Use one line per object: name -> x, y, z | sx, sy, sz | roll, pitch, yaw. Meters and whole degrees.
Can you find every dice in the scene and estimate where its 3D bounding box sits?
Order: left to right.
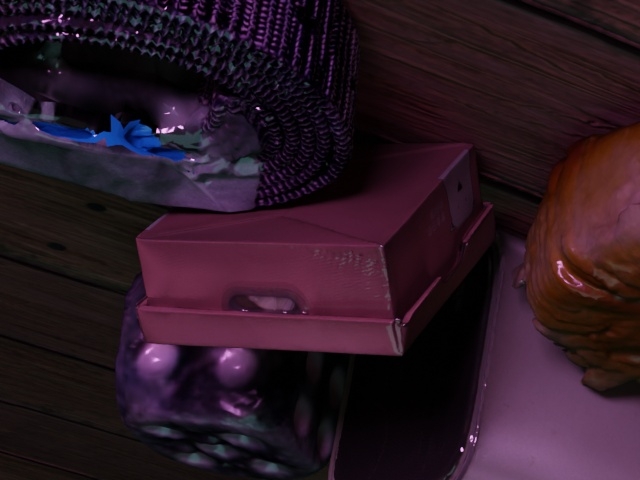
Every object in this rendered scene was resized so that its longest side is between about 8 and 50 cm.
dice -> -0.074, 0.111, 1.693 | 0.183, 0.182, 0.181 | 4, 158, 21

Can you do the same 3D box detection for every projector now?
projector -> 0.179, 0.154, 1.594 | 0.249, 0.248, 0.248 | 21, 156, -22

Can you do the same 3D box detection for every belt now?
belt -> -0.128, -0.125, 1.250 | 0.325, 0.122, 0.260 | 16, 150, -19

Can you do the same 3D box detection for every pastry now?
pastry -> 0.308, 0.017, 1.358 | 0.329, 0.136, 0.330 | 9, 155, 4

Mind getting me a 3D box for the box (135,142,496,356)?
box -> 0.000, 0.000, 1.373 | 0.215, 0.215, 0.086 | 2, 115, 25
